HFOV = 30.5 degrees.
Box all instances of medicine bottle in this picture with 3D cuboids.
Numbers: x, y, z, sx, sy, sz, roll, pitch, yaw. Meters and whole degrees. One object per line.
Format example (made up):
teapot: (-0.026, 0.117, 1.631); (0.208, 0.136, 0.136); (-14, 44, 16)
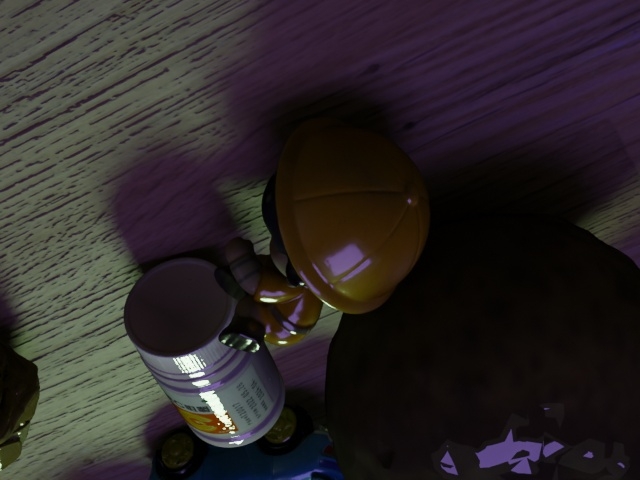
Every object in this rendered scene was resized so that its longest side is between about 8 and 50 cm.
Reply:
medicine bottle: (-0.128, 0.133, 1.348); (0.133, 0.133, 0.250); (-13, 146, 3)

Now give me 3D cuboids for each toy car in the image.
toy car: (-0.092, 0.348, 1.640); (0.314, 0.166, 0.198); (-16, 144, 17)

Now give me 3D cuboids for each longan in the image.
longan: (0.195, 0.159, 1.265); (0.391, 0.391, 0.391); (-8, 146, -5)

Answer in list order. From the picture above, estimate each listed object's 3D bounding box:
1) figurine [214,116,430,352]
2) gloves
figurine: (0.004, 0.002, 1.148); (0.167, 0.192, 0.257); (27, 137, -8)
gloves: (-0.399, 0.173, 1.321); (0.154, 0.141, 0.331); (19, 154, 1)
